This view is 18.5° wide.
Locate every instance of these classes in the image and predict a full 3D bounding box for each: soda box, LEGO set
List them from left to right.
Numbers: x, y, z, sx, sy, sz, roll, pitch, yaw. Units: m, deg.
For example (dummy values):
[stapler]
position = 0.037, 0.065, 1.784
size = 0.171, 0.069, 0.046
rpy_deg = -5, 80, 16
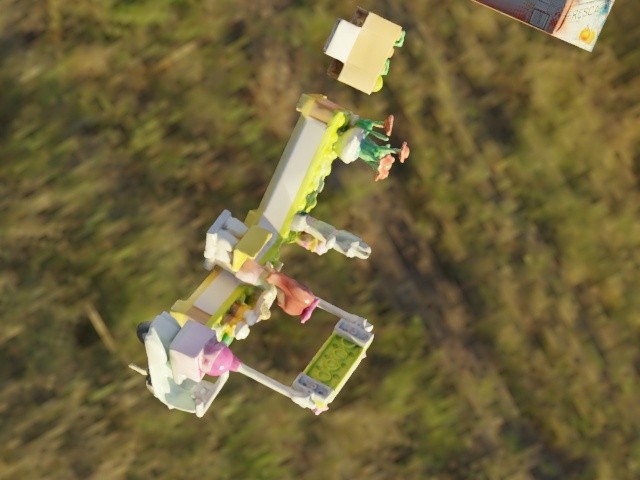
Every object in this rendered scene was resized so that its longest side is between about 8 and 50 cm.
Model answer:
[LEGO set]
position = 0.000, 0.000, 1.202
size = 0.107, 0.287, 0.132
rpy_deg = 27, -25, 12
[soda box]
position = 0.177, -0.231, 1.780
size = 0.063, 0.058, 0.183
rpy_deg = 15, 13, -46
